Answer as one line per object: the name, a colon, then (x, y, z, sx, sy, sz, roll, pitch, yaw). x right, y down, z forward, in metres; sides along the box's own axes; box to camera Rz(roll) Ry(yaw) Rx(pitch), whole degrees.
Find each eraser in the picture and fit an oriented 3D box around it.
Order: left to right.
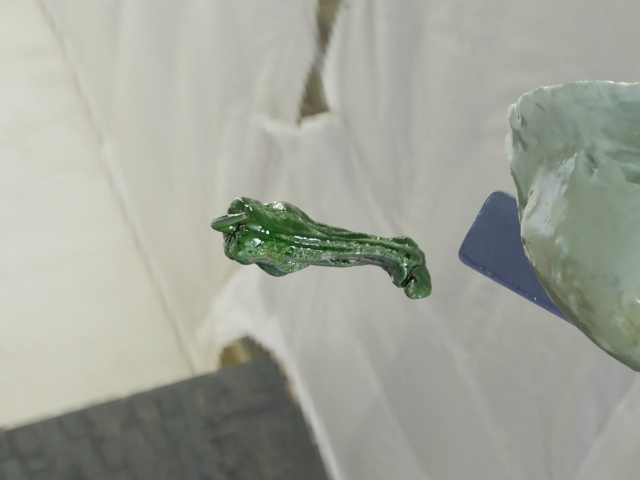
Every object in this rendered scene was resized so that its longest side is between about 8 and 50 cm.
eraser: (0.244, 0.035, 1.588, 0.225, 0.036, 0.082, 29, -80, 18)

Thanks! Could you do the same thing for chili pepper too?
chili pepper: (0.000, 0.006, 1.679, 0.100, 0.257, 0.074, -134, -124, -61)

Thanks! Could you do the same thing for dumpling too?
dumpling: (0.296, 0.015, 1.297, 0.270, 0.320, 0.212, 138, -35, -82)
